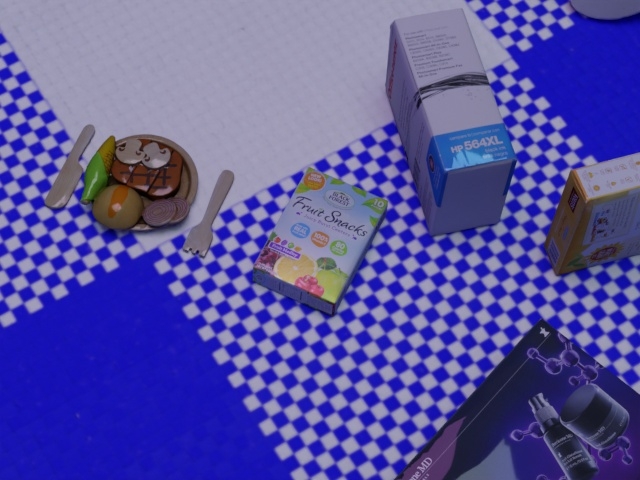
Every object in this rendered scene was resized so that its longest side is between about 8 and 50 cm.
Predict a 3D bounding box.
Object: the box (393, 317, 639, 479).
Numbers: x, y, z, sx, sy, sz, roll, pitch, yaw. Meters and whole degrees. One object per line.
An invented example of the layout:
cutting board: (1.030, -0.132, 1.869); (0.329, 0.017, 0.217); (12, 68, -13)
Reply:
box: (0.204, 0.237, 1.488); (0.184, 0.103, 0.261); (37, 67, 18)

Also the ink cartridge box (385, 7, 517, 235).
ink cartridge box: (0.139, -0.131, 1.647); (0.086, 0.148, 0.203); (-11, 64, -7)

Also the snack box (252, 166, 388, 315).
snack box: (0.000, 0.000, 1.635); (0.100, 0.037, 0.141); (24, 64, 9)

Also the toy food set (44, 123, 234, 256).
toy food set: (-0.199, -0.065, 1.659); (0.192, 0.038, 0.132); (17, 63, 6)

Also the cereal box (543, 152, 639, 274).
cereal box: (0.370, -0.045, 1.600); (0.240, 0.173, 0.047); (-14, 63, -11)

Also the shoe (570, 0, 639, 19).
shoe: (0.390, -0.318, 1.810); (0.178, 0.063, 0.081); (-11, 25, 14)
